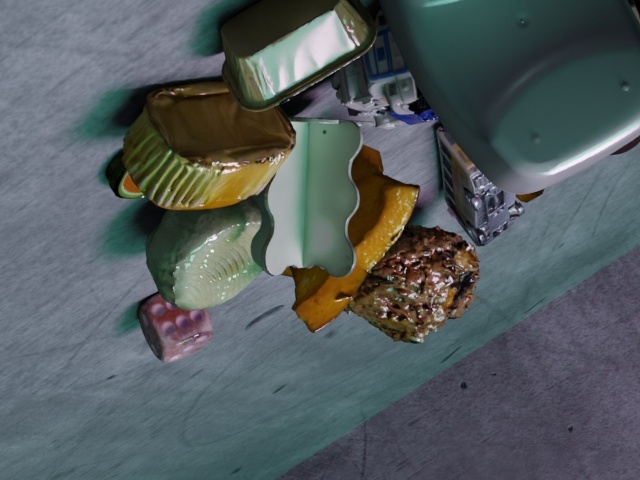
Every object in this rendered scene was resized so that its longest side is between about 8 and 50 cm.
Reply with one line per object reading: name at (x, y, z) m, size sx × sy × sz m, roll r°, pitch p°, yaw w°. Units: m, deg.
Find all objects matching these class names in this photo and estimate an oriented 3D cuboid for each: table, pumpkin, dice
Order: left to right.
dice at (-0.229, 0.133, 1.965) m, size 0.093 × 0.094 × 0.091 m, roll -25°, pitch 160°, yaw -22°
table at (-0.019, -0.056, 1.567) m, size 0.166 × 0.198 × 0.166 m, roll 3°, pitch -175°, yaw 0°
pumpkin at (0.007, -0.022, 1.766) m, size 0.095 × 0.290 × 0.258 m, roll 35°, pitch 96°, yaw -34°

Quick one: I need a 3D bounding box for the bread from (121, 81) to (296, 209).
bread at (-0.132, -0.107, 1.428) m, size 0.190 × 0.132 × 0.114 m, roll -7°, pitch 150°, yaw -43°

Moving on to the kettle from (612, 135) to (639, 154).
kettle at (0.429, -0.231, 1.988) m, size 0.232 × 0.144 × 0.202 m, roll -2°, pitch 127°, yaw -51°

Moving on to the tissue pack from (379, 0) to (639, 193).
tissue pack at (0.205, -0.224, 1.339) m, size 0.229 × 0.333 × 0.236 m, roll -30°, pitch -179°, yaw 1°

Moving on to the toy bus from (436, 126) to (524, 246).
toy bus at (0.261, -0.096, 2.057) m, size 0.097 × 0.138 × 0.342 m, roll -36°, pitch 161°, yaw -4°

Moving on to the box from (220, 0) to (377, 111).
box at (-0.028, -0.216, 1.358) m, size 0.177 × 0.111 × 0.111 m, roll -31°, pitch 162°, yaw 1°

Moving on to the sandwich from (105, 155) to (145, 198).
sandwich at (-0.227, -0.081, 1.523) m, size 0.069 × 0.026 × 0.101 m, roll -42°, pitch 162°, yaw 19°

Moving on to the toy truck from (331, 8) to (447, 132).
toy truck at (0.108, -0.210, 1.553) m, size 0.177 × 0.161 × 0.213 m, roll -12°, pitch 170°, yaw 23°

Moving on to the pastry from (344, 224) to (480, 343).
pastry at (0.155, 0.080, 2.198) m, size 0.274 × 0.193 × 0.275 m, roll 4°, pitch 164°, yaw 1°

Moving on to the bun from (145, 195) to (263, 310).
bun at (-0.158, 0.001, 1.688) m, size 0.195 × 0.118 × 0.195 m, roll -32°, pitch 153°, yaw -18°

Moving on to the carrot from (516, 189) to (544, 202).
carrot at (0.394, -0.158, 2.242) m, size 0.066 × 0.066 × 0.314 m, roll -27°, pitch 158°, yaw -11°

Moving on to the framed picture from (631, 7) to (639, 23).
framed picture at (0.445, -0.329, 1.734) m, size 0.216 × 0.016 × 0.273 m, roll -27°, pitch 131°, yaw -12°

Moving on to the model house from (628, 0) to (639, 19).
model house at (0.479, -0.322, 1.501) m, size 0.298 × 0.284 × 0.243 m, roll -7°, pitch 154°, yaw -19°
